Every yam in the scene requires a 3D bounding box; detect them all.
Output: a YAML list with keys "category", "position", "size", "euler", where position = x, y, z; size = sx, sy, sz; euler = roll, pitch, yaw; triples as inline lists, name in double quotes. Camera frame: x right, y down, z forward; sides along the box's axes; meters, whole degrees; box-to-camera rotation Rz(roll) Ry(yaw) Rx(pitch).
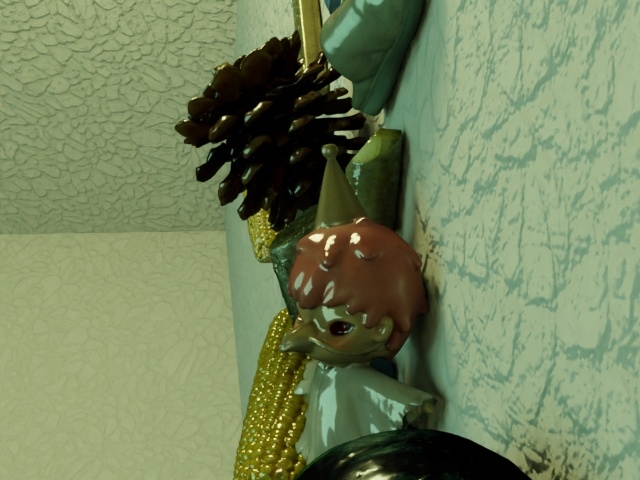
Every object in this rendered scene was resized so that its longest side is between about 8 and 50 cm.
- category: "yam"
  position: [0.057, -0.059, 0.974]
  size: [0.070, 0.069, 0.147]
  euler: [-115, 25, -65]
- category: "yam"
  position: [0.000, 0.052, 1.046]
  size: [0.107, 0.107, 0.183]
  euler: [-124, 14, -71]

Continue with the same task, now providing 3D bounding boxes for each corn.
- category: "corn"
  position: [-0.027, 0.216, 1.097]
  size: [0.387, 0.143, 0.144]
  euler: [-77, -6, -59]
- category: "corn"
  position: [-0.124, -0.066, 1.889]
  size: [0.097, 0.097, 0.262]
  euler: [105, 160, -55]

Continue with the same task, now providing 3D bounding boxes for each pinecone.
- category: "pinecone"
  position: [-0.055, -0.129, 1.125]
  size: [0.264, 0.264, 0.264]
  euler: [179, 90, -79]

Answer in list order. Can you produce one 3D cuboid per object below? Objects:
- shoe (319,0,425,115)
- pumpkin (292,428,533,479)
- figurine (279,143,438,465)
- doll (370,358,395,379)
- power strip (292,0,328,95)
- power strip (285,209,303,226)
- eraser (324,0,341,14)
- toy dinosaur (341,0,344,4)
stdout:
- category: "shoe"
  position: [0.048, -0.235, 0.931]
  size: [0.251, 0.100, 0.103]
  euler: [100, 165, -57]
- category: "pumpkin"
  position: [0.056, 0.284, 0.571]
  size: [0.315, 0.238, 0.315]
  euler: [177, 90, -84]
- category: "figurine"
  position: [0.030, 0.093, 0.887]
  size: [0.207, 0.166, 0.387]
  euler: [10, 106, 61]
- category: "doll"
  position: [0.062, 0.166, 1.029]
  size: [0.083, 0.050, 0.076]
  euler: [178, 72, -78]
- category: "power strip"
  position: [-0.021, -0.347, 1.434]
  size: [0.064, 0.044, 0.305]
  euler: [112, 154, -63]
- category: "power strip"
  position: [0.000, 0.000, 1.222]
  size: [0.053, 0.093, 0.288]
  euler: [103, 162, -44]
- category: "eraser"
  position: [0.036, -0.468, 1.115]
  size: [0.312, 0.042, 0.144]
  euler: [100, 164, -47]
- category: "toy dinosaur"
  position: [0.054, -0.305, 1.031]
  size: [0.132, 0.059, 0.096]
  euler: [130, 147, -61]
